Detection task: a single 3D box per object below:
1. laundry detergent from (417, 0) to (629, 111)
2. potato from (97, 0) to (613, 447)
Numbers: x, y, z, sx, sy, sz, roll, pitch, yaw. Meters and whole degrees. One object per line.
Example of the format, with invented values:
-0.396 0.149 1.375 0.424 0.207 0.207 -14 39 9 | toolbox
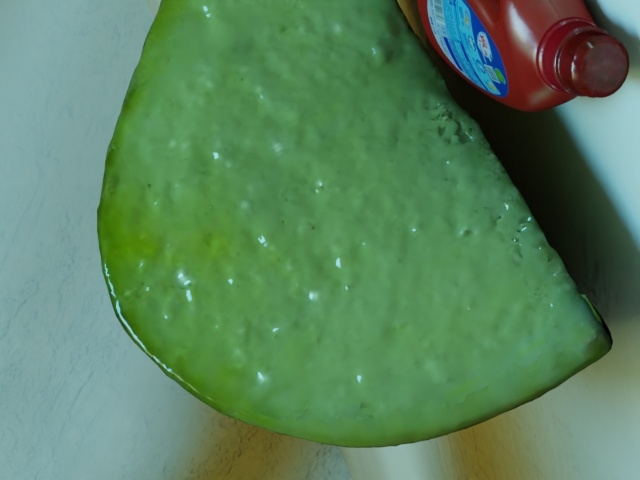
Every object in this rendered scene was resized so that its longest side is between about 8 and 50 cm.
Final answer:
0.097 -0.105 0.865 0.097 0.049 0.165 69 168 -22 | laundry detergent
0.000 0.000 1.047 0.330 0.212 0.280 59 -179 18 | potato
